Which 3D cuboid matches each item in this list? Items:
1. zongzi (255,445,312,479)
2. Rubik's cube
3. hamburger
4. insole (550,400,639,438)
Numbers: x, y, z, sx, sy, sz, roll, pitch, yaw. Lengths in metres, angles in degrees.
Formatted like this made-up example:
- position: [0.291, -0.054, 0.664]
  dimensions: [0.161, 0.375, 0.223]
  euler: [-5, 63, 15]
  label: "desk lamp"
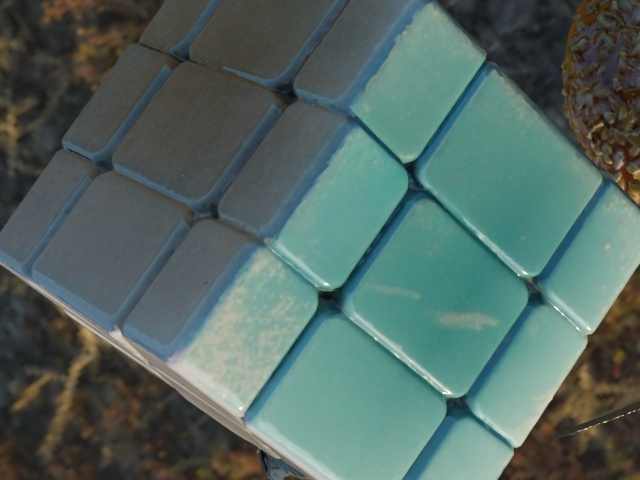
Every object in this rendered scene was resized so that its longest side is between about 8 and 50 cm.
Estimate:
- position: [0.049, 0.070, 1.777]
  dimensions: [0.134, 0.286, 0.288]
  euler: [-28, 75, 57]
  label: "zongzi"
- position: [0.000, 0.000, 1.434]
  dimensions: [0.322, 0.316, 0.319]
  euler: [41, 170, -35]
  label: "Rubik's cube"
- position: [0.397, -0.145, 1.803]
  dimensions: [0.330, 0.330, 0.250]
  euler: [31, 167, 22]
  label: "hamburger"
- position: [0.359, 0.177, 2.043]
  dimensions: [0.080, 0.232, 0.003]
  euler: [144, 107, -85]
  label: "insole"
